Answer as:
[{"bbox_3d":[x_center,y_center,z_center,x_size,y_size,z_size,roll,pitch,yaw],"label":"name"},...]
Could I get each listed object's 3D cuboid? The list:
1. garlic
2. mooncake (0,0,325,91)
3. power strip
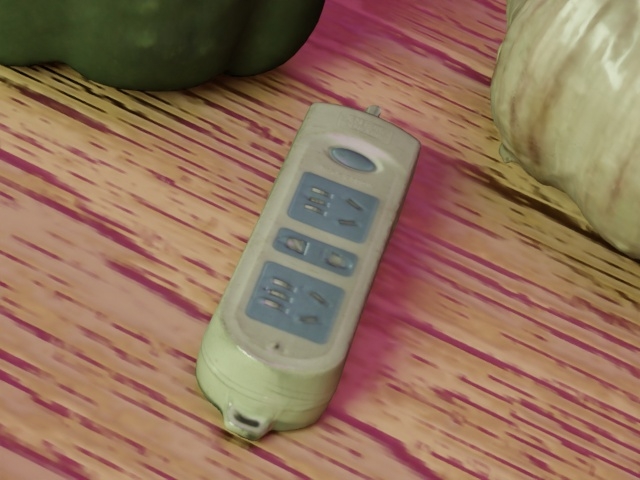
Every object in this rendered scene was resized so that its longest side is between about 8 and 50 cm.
[{"bbox_3d":[0.178,-0.103,0.614,0.218,0.212,0.218,14,30,-8],"label":"garlic"},{"bbox_3d":[-0.078,-0.133,0.623,0.175,0.104,0.168,23,39,8],"label":"mooncake"},{"bbox_3d":[0.000,0.000,0.547,0.047,0.030,0.191,21,36,1],"label":"power strip"}]
